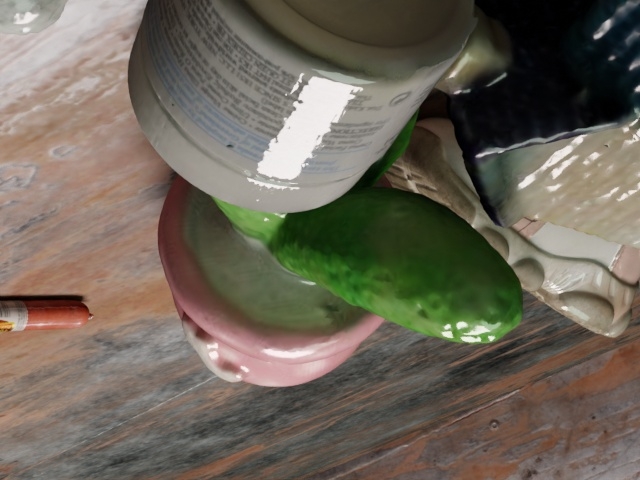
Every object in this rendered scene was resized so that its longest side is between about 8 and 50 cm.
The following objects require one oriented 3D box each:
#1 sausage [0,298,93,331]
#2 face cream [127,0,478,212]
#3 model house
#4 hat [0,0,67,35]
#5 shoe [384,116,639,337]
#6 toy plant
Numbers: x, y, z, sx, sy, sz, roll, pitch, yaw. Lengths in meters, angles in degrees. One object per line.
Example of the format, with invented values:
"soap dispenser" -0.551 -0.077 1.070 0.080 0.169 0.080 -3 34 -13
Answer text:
"sausage" -0.334 0.076 1.173 0.253 0.034 0.034 1 152 -42
"face cream" -0.014 -0.127 0.718 0.177 0.177 0.153 -7 156 -30
"model house" 0.216 -0.148 0.811 0.284 0.243 0.298 6 146 -33
"hat" -0.132 -0.169 0.530 0.093 0.162 0.112 -22 156 18
"shoe" 0.216 -0.056 1.162 0.351 0.172 0.198 31 93 -42
"toy plant" -0.003 0.005 0.956 0.210 0.317 0.356 -45 171 -28
